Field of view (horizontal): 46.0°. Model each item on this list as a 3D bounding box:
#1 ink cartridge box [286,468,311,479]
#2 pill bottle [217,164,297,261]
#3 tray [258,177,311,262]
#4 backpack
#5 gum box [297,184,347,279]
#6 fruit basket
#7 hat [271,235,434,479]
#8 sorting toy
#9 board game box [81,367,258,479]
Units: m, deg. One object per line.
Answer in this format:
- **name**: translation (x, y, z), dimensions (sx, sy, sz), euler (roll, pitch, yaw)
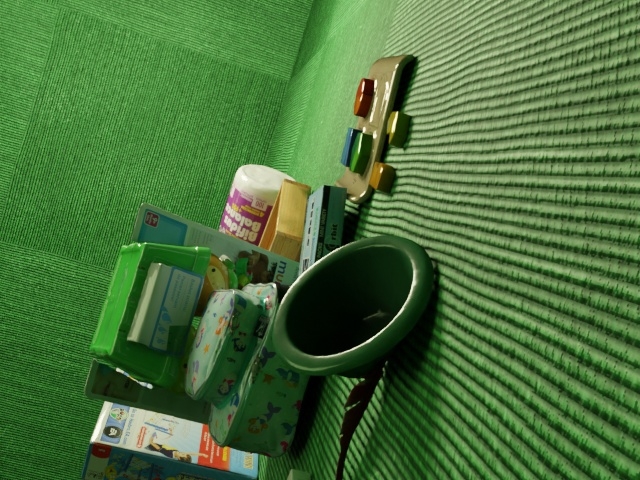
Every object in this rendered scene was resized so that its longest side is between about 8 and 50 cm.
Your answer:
- **ink cartridge box**: translation (-0.030, 0.336, 0.950), dimensions (0.083, 0.028, 0.048), euler (-96, 24, -66)
- **pill bottle**: translation (-0.172, -0.025, 1.914), dimensions (0.169, 0.169, 0.302), euler (-96, 24, -66)
- **tray**: translation (-0.118, 0.083, 1.725), dimensions (0.203, 0.076, 0.411), euler (-87, 15, -51)
- **backpack**: translation (-0.099, 0.190, 1.133), dimensions (0.225, 0.191, 0.254), euler (171, 110, -71)
- **gum box**: translation (0.000, 0.000, 1.214), dimensions (0.184, 0.041, 0.157), euler (161, 116, -80)
- **fruit basket**: translation (-0.186, 0.144, 1.278), dimensions (0.165, 0.352, 0.327), euler (-12, 60, 60)
- **hat**: translation (0.060, 0.124, 0.807), dimensions (0.208, 0.184, 0.173), euler (-27, 35, 13)
- **sorting toy**: translation (0.077, -0.170, 1.130), dimensions (0.307, 0.041, 0.229), euler (-118, 45, -76)
- **board game box**: translation (-0.274, 0.364, 1.467), dimensions (0.308, 0.301, 0.086), euler (-98, 25, -68)
